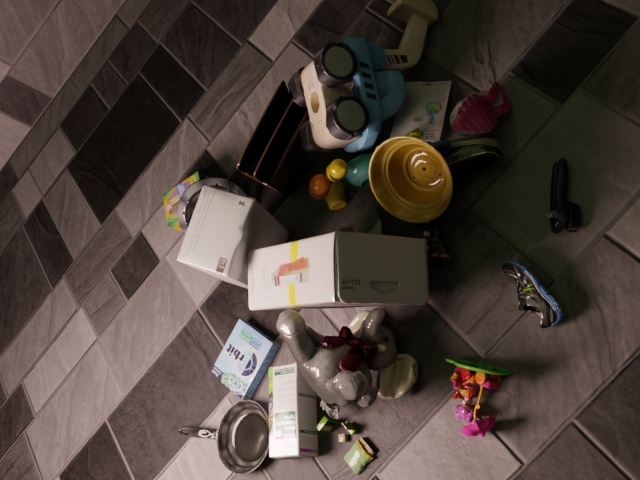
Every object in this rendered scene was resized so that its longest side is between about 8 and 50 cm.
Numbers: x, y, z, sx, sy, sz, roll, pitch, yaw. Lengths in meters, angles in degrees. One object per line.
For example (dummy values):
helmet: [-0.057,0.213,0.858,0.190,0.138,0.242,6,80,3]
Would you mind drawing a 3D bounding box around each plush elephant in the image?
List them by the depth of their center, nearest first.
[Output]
plush elephant: [0.090,0.274,1.614,0.255,0.330,0.272,-38,55,-20]

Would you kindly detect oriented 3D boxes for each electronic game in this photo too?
electronic game: [-0.330,-0.087,2.064,0.229,0.229,0.048,-51,22,8]

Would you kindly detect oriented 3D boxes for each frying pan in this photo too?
frying pan: [-0.259,0.573,1.860,0.326,0.053,0.197,-30,58,25]

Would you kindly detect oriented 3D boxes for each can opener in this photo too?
can opener: [0.561,-0.103,1.552,0.059,0.073,0.186,132,145,-62]

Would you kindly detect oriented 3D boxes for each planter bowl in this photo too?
planter bowl: [0.230,-0.158,1.575,0.217,0.090,0.217,18,125,27]

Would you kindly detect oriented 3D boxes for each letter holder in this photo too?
letter holder: [-0.120,-0.315,1.970,0.152,0.214,0.301,28,90,6]

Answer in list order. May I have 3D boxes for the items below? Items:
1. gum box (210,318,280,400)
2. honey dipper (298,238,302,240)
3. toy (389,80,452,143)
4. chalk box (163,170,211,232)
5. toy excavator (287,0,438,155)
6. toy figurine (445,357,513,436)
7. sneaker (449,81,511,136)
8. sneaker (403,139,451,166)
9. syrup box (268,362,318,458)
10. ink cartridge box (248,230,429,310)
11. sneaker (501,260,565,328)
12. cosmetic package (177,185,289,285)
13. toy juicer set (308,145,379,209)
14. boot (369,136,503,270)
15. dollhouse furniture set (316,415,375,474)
gum box: [-0.221,0.346,1.926,0.157,0.041,0.184,28,89,38]
honey dipper: [0.000,0.000,1.914,0.161,0.030,0.030,-8,68,36]
toy: [0.278,-0.340,1.817,0.137,0.056,0.237,4,53,20]
chalk box: [-0.390,-0.127,2.168,0.213,0.132,0.132,-29,58,25]
toy excavator: [0.150,-0.465,1.828,0.222,0.446,0.432,-19,81,63]
toy figurine: [0.341,0.359,1.497,0.173,0.130,0.159,4,84,58]
sneaker: [0.384,-0.312,1.669,0.111,0.252,0.102,-27,94,44]
sneaker: [0.256,-0.221,1.633,0.144,0.053,0.059,-22,55,37]
syrup box: [-0.073,0.452,1.747,0.093,0.096,0.236,-16,63,29]
ink cartridge box: [0.036,0.084,1.607,0.385,0.279,0.160,-11,78,54]
sneaker: [0.473,0.120,1.511,0.078,0.067,0.188,-39,58,9]
cosmetic package: [-0.226,0.011,1.828,0.156,0.385,0.217,16,80,15]
toy juicer set: [0.107,-0.205,1.802,0.329,0.209,0.089,-28,67,24]
boot: [0.294,-0.082,1.668,0.378,0.138,0.284,-17,63,33]
dollhouse furniture set: [0.061,0.505,1.657,0.076,0.059,0.152,-52,52,8]
